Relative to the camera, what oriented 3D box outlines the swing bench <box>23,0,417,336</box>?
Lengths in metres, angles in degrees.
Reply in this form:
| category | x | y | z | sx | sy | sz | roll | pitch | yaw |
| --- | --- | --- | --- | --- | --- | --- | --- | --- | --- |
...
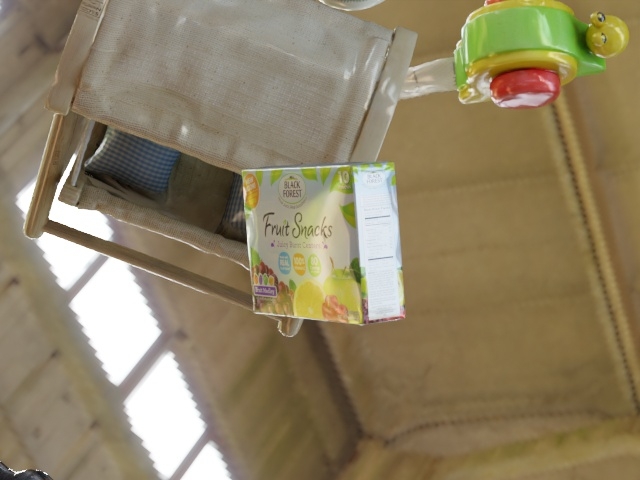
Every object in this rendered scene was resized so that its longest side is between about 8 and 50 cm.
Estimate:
| category | x | y | z | sx | sy | sz | roll | pitch | yaw |
| --- | --- | --- | --- | --- | --- | --- | --- | --- | --- |
| swing bench | -0.087 | -0.087 | 1.347 | 0.253 | 0.165 | 0.255 | 20 | -36 | -3 |

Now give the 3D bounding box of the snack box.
| category | x | y | z | sx | sy | sz | roll | pitch | yaw |
| --- | --- | --- | --- | --- | --- | --- | --- | --- | --- |
| snack box | 0.000 | 0.000 | 1.069 | 0.141 | 0.037 | 0.100 | 1 | -85 | 59 |

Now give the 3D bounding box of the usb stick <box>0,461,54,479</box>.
| category | x | y | z | sx | sy | sz | roll | pitch | yaw |
| --- | --- | --- | --- | --- | --- | --- | --- | --- | --- |
| usb stick | -0.028 | 0.187 | 0.537 | 0.278 | 0.077 | 0.045 | 42 | -23 | 5 |

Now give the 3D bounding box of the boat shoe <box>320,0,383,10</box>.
| category | x | y | z | sx | sy | sz | roll | pitch | yaw |
| --- | --- | --- | --- | --- | --- | --- | --- | --- | --- |
| boat shoe | 0.059 | -0.340 | 1.350 | 0.116 | 0.319 | 0.099 | 17 | -21 | 14 |

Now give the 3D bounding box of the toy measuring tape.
| category | x | y | z | sx | sy | sz | roll | pitch | yaw |
| --- | --- | --- | --- | --- | --- | --- | --- | --- | --- |
| toy measuring tape | 0.137 | -0.180 | 1.619 | 0.330 | 0.121 | 0.121 | -8 | -55 | 22 |
